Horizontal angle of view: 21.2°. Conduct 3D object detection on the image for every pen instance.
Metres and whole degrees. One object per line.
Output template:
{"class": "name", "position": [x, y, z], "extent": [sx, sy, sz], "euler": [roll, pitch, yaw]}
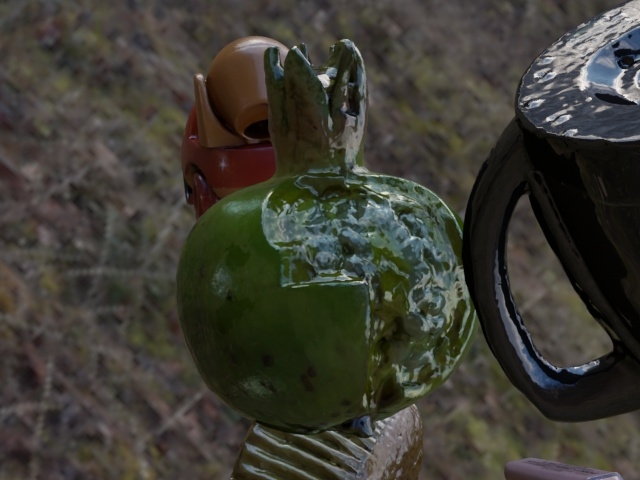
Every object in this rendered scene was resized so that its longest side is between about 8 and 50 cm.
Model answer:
{"class": "pen", "position": [0.255, 0.244, 1.724], "extent": [0.053, 0.197, 0.032], "euler": [-6, 95, -29]}

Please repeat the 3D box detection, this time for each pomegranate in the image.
{"class": "pomegranate", "position": [0.000, 0.000, 1.302], "extent": [0.236, 0.236, 0.301], "euler": [-13, 95, -65]}

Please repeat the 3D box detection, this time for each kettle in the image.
{"class": "kettle", "position": [0.245, 0.005, 1.102], "extent": [0.207, 0.251, 0.271], "euler": [24, -35, 54]}

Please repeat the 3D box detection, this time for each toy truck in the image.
{"class": "toy truck", "position": [-0.086, -0.149, 2.186], "extent": [0.265, 0.189, 0.239], "euler": [-127, -148, -73]}

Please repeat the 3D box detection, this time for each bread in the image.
{"class": "bread", "position": [0.003, 0.245, 1.623], "extent": [0.142, 0.227, 0.253], "euler": [18, 19, 12]}
